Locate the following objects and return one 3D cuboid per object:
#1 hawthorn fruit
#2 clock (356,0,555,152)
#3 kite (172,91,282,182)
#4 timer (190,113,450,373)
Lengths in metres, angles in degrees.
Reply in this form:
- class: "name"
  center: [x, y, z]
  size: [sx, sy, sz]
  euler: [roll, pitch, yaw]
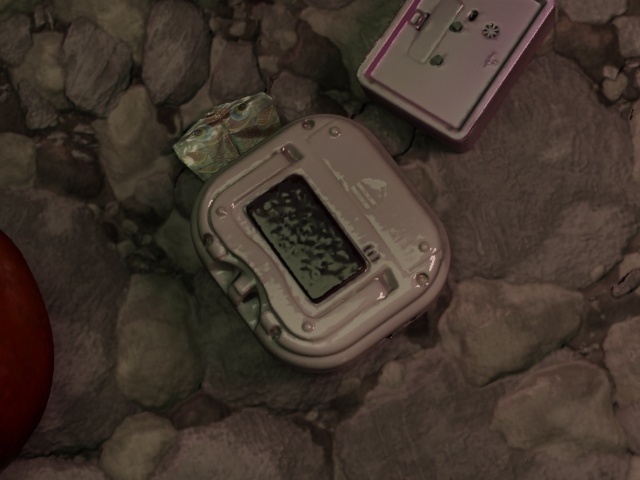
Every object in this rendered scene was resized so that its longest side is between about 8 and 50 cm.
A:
- class: "hawthorn fruit"
  center: [-0.422, 0.102, 1.776]
  size: [0.311, 0.295, 0.295]
  euler: [32, 84, 14]
- class: "clock"
  center: [0.151, -0.216, 1.850]
  size: [0.150, 0.063, 0.197]
  euler: [32, 84, 15]
- class: "kite"
  center: [-0.069, -0.055, 1.877]
  size: [0.127, 0.016, 0.229]
  euler: [-28, 74, 0]
- class: "timer"
  center: [0.000, 0.000, 1.803]
  size: [0.237, 0.087, 0.262]
  euler: [-35, 75, -10]
